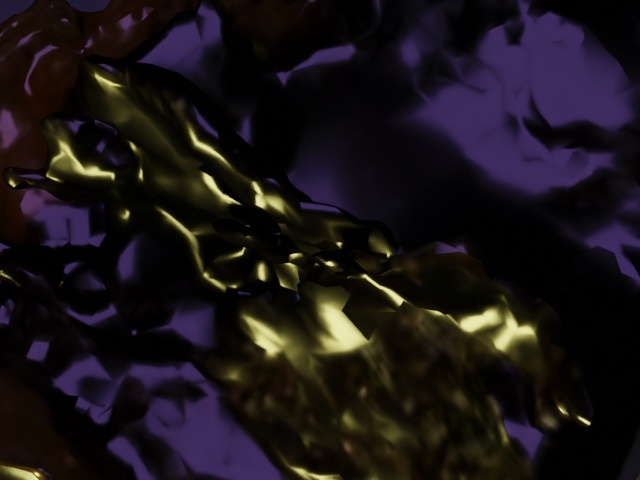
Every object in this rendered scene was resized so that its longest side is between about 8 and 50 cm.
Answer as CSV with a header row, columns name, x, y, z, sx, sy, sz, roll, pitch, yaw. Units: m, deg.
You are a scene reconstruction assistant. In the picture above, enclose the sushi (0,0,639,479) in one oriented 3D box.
name,x,y,z,sx,sy,sz,roll,pitch,yaw
sushi,0.000,0.000,0.423,0.348,0.234,0.207,-41,80,1
